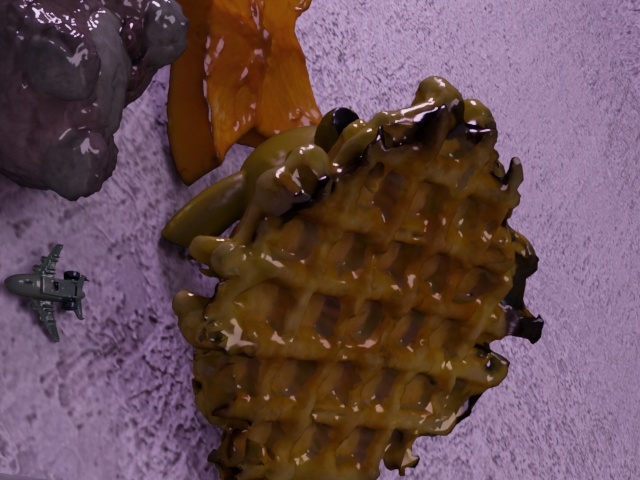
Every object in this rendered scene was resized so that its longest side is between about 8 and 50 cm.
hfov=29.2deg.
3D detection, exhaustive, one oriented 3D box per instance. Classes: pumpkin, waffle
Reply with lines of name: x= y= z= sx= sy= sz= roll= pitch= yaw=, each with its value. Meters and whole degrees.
pumpkin: x=-0.076 y=-0.210 z=1.260 sx=0.258 sy=0.095 sz=0.290 roll=-20 pitch=110 yaw=-57
waffle: x=0.041 y=0.064 z=1.095 sx=0.379 sy=0.095 sz=0.382 roll=-32 pitch=128 yaw=-25

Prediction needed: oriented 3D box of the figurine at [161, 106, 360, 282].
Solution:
figurine: x=0.004 y=0.005 z=1.225 sx=0.327 sy=0.218 sz=0.169 roll=54 pitch=18 yaw=-34

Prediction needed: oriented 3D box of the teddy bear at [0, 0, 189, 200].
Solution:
teddy bear: x=-0.204 y=-0.153 z=1.021 sx=0.267 sy=0.151 sz=0.236 roll=-55 pitch=154 yaw=-53

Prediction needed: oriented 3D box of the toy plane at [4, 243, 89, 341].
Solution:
toy plane: x=-0.215 y=0.039 z=0.976 sx=0.083 sy=0.033 sz=0.080 roll=19 pitch=68 yaw=-54

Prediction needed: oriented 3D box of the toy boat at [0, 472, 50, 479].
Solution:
toy boat: x=-0.140 y=0.247 z=0.892 sx=0.295 sy=0.088 sz=0.129 roll=26 pitch=48 yaw=-50
